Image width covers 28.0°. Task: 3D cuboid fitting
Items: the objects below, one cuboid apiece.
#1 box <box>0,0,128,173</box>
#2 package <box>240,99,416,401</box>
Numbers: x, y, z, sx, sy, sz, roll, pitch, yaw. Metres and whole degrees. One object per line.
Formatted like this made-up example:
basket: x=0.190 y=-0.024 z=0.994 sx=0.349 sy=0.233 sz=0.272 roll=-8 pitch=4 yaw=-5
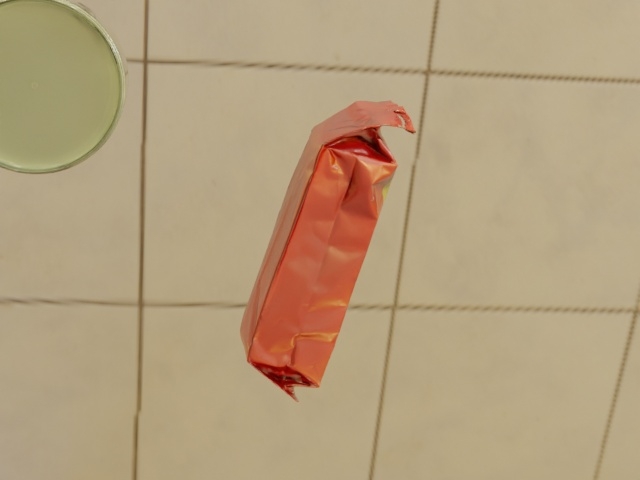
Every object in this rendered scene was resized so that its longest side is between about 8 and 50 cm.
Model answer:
box: x=-0.363 y=-0.205 z=1.653 sx=0.226 sy=0.149 sz=0.226 roll=-1 pitch=101 yaw=-6
package: x=0.000 y=0.001 z=1.761 sx=0.123 sy=0.196 sz=0.423 roll=19 pitch=99 yaw=-11
